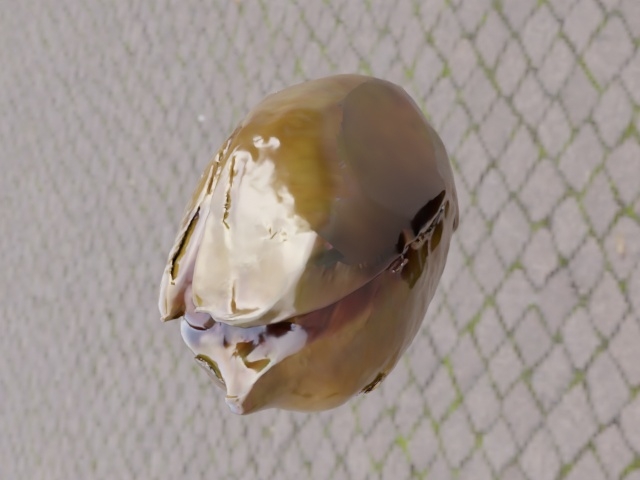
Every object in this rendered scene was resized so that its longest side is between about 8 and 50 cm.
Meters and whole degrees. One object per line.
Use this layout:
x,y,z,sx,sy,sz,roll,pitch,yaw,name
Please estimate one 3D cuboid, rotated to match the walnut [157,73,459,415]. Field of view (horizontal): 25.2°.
0.000,0.000,0.700,0.245,0.137,0.137,-73,10,-54,walnut
